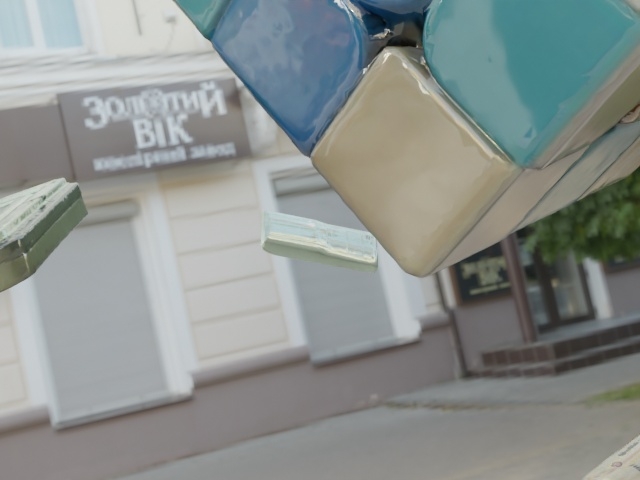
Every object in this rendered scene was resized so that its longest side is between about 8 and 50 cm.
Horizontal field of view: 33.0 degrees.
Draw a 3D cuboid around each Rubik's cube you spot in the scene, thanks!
[{"bbox_3d":[0.137,-0.238,0.744,0.347,0.346,0.344,-24,-23,-49],"label":"Rubik's cube"}]

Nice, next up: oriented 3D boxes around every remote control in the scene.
[{"bbox_3d":[0.000,0.000,1.405,0.162,0.061,0.029,10,-36,-16],"label":"remote control"}]

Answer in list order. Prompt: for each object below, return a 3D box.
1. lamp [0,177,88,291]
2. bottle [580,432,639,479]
[{"bbox_3d":[-0.315,0.030,0.789,0.266,0.047,0.269,-19,12,0],"label":"lamp"},{"bbox_3d":[0.306,0.258,1.037,0.209,0.110,0.097,-29,-28,-26],"label":"bottle"}]
